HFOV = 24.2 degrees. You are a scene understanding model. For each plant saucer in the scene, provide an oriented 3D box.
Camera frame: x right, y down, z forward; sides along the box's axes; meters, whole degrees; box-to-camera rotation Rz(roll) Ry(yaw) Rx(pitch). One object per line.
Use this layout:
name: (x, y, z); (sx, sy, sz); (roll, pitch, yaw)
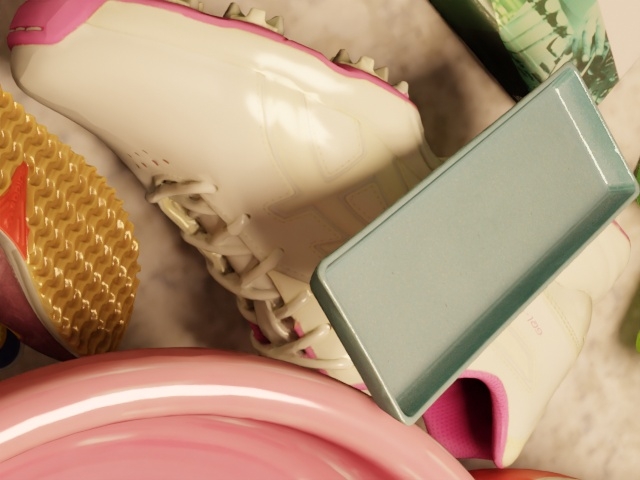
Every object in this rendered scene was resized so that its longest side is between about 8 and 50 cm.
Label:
plant saucer: (0.064, -0.005, 0.586); (0.192, 0.018, 0.067); (-38, 103, -42)
plant saucer: (-0.073, 0.196, 0.565); (0.332, 0.084, 0.332); (-6, 104, -24)

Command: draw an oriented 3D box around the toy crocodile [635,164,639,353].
toy crocodile: (0.262, -0.070, 0.753); (0.115, 0.105, 0.340); (28, 89, -27)

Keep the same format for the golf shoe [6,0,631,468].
golf shoe: (0.000, 0.000, 0.630); (0.306, 0.115, 0.140); (25, 78, -26)

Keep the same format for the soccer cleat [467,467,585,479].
soccer cleat: (0.147, 0.179, 0.764); (0.318, 0.116, 0.108); (28, 76, -45)

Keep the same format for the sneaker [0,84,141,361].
sneaker: (-0.139, -0.014, 0.565); (0.185, 0.084, 0.069); (57, 42, -47)

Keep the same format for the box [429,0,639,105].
box: (0.083, -0.242, 0.659); (0.322, 0.058, 0.232); (44, 81, -24)

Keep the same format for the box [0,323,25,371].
box: (-0.209, -0.037, 0.577); (0.136, 0.036, 0.225); (-19, 108, -21)
